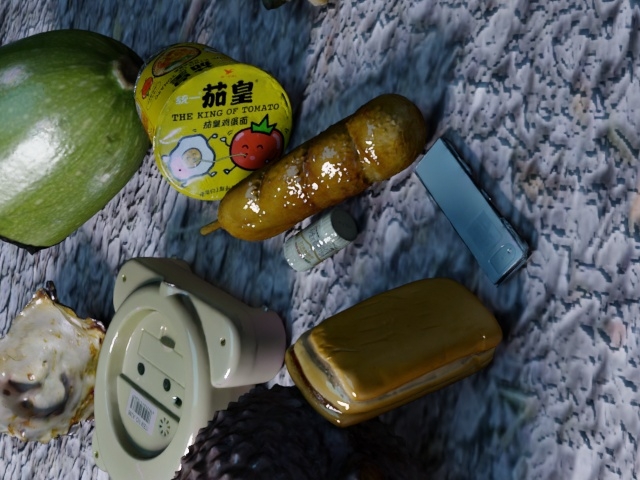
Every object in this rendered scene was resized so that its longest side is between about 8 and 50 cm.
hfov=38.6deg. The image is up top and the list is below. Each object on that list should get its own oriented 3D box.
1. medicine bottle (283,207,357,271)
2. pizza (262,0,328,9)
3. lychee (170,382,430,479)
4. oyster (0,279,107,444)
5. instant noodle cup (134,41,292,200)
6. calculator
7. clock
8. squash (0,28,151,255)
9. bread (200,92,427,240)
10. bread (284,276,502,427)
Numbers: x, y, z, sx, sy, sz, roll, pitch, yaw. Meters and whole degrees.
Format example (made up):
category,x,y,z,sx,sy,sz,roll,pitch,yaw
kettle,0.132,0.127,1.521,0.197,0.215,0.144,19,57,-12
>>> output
category,x,y,z,sx,sy,sz,roll,pitch,yaw
medicine bottle,0.000,0.000,1.071,0.083,0.047,0.047,-33,64,37
pizza,-0.056,-0.465,1.160,0.435,0.080,0.392,-48,55,31
lychee,-0.024,0.293,0.897,0.300,0.300,0.300,-6,81,44
oyster,-0.423,0.229,1.428,0.361,0.096,0.221,-44,62,32
instant noodle cup,-0.147,-0.162,1.155,0.144,0.182,0.182,45,116,48
calculator,0.155,-0.033,0.943,0.057,0.018,0.172,-50,54,27
clock,-0.191,0.196,1.196,0.284,0.114,0.310,24,104,42
squash,-0.369,-0.188,1.320,0.308,0.310,0.310,-31,64,20
bread,-0.019,-0.066,1.056,0.344,0.124,0.084,-27,91,37
bread,0.070,0.102,0.889,0.116,0.200,0.077,51,149,38
